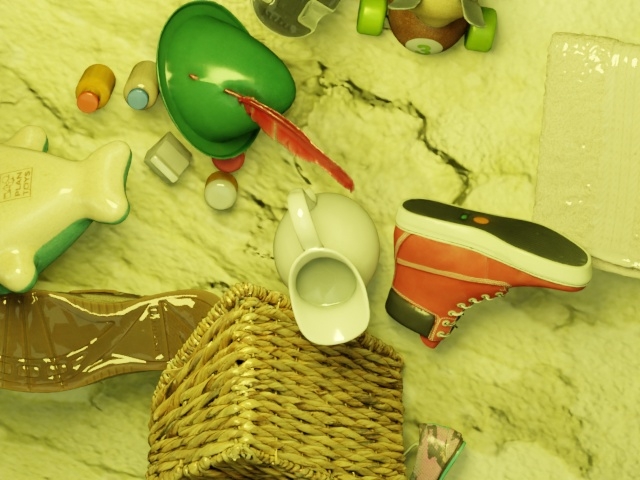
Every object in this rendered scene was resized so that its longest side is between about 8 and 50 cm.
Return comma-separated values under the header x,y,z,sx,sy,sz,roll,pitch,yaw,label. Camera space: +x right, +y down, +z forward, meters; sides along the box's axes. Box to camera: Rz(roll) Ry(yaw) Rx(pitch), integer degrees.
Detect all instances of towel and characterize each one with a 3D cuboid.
x,y,z,sx,sy,sz,roll,pitch,yaw,label
0.339,-0.094,1.771,0.187,0.049,0.282,11,114,26,towel

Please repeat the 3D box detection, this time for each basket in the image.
x,y,z,sx,sy,sz,roll,pitch,yaw,label
-0.059,0.218,1.849,0.299,0.223,0.213,24,142,-39,basket

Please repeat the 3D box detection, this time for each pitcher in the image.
x,y,z,sx,sy,sz,roll,pitch,yaw,label
0.000,0.000,1.767,0.125,0.207,0.177,-13,111,6,pitcher

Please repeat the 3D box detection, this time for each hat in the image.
x,y,z,sx,sy,sz,roll,pitch,yaw,label
-0.049,-0.176,1.679,0.184,0.173,0.208,-5,132,40,hat

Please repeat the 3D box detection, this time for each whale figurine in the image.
x,y,z,sx,sy,sz,roll,pitch,yaw,label
-0.325,-0.029,1.773,0.272,0.216,0.141,-14,148,19,whale figurine

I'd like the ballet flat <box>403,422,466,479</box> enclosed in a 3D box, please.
x,y,z,sx,sy,sz,roll,pitch,yaw,label
0.112,0.330,1.980,0.079,0.077,0.221,25,106,10,ballet flat

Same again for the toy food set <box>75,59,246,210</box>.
x,y,z,sx,sy,sz,roll,pitch,yaw,label
-0.171,-0.124,1.773,0.111,0.104,0.232,-40,106,15,toy food set

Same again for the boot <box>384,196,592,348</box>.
x,y,z,sx,sy,sz,roll,pitch,yaw,label
0.197,0.061,1.831,0.244,0.088,0.176,16,115,21,boot

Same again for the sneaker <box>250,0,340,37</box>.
x,y,z,sx,sy,sz,roll,pitch,yaw,label
0.023,-0.377,1.653,0.122,0.146,0.330,36,97,-17,sneaker

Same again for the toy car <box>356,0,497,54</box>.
x,y,z,sx,sy,sz,roll,pitch,yaw,label
0.125,-0.258,1.669,0.155,0.188,0.149,8,112,-2,toy car

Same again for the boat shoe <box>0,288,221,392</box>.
x,y,z,sx,sy,sz,roll,pitch,yaw,label
-0.279,0.115,1.862,0.342,0.123,0.123,-6,88,-7,boat shoe
